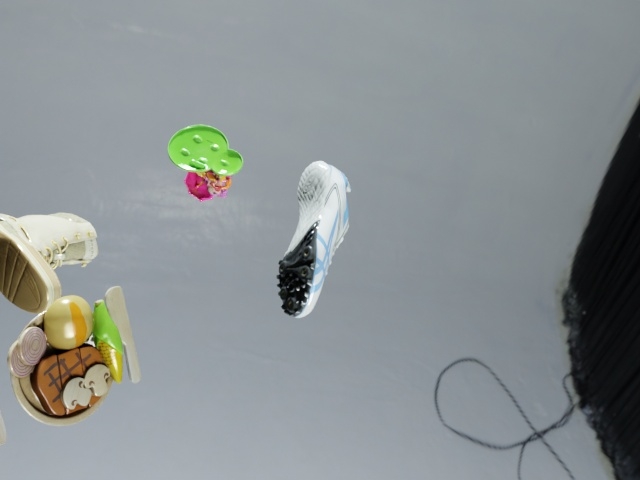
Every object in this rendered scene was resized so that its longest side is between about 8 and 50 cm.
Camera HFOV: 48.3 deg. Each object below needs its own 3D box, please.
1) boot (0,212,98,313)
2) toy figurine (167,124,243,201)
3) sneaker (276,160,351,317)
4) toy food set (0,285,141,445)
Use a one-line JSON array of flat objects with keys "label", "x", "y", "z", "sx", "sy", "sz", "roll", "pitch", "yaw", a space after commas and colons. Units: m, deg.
[{"label": "boot", "x": -0.457, "y": 0.027, "z": 1.211, "sx": 0.262, "sy": 0.095, "sz": 0.203, "roll": 33, "pitch": 19, "yaw": 32}, {"label": "toy figurine", "x": -0.245, "y": -0.146, "z": 1.581, "sx": 0.173, "sy": 0.159, "sz": 0.130, "roll": 26, "pitch": 59, "yaw": 14}, {"label": "sneaker", "x": 0.000, "y": 0.000, "z": 0.996, "sx": 0.086, "sy": 0.085, "sz": 0.237, "roll": 29, "pitch": 59, "yaw": -31}, {"label": "toy food set", "x": -0.261, "y": 0.126, "z": 0.741, "sx": 0.038, "sy": 0.133, "sz": 0.192, "roll": -7, "pitch": 9, "yaw": 37}]
